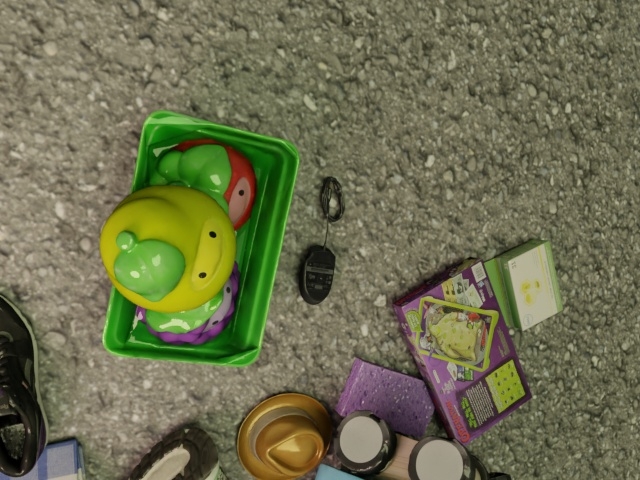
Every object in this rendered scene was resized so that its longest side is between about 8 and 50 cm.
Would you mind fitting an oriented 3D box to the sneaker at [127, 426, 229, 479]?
[{"bbox_3d":[-0.310,0.516,1.049,0.410,0.158,0.182,-37,127,-9],"label":"sneaker"}]

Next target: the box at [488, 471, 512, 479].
[{"bbox_3d":[0.279,0.701,1.234,0.318,0.097,0.395,-8,74,-15],"label":"box"}]

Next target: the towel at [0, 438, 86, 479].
[{"bbox_3d":[-0.452,0.455,0.927,0.209,0.285,0.034,-6,143,-22],"label":"towel"}]

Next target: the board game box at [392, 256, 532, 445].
[{"bbox_3d":[0.300,0.233,1.281,0.208,0.056,0.347,-29,106,-21],"label":"board game box"}]

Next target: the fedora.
[{"bbox_3d":[-0.057,0.384,1.161,0.194,0.079,0.195,-3,99,-22],"label":"fedora"}]

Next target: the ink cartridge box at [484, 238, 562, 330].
[{"bbox_3d":[0.408,0.116,1.339,0.235,0.056,0.171,-22,106,-21],"label":"ink cartridge box"}]

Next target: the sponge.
[{"bbox_3d":[0.144,0.325,1.266,0.210,0.031,0.117,22,88,-24],"label":"sponge"}]

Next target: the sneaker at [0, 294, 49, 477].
[{"bbox_3d":[-0.473,0.211,0.923,0.107,0.124,0.284,-18,97,-20],"label":"sneaker"}]

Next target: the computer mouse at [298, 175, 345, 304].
[{"bbox_3d":[0.000,0.000,1.159,0.071,0.041,0.242,13,85,-33],"label":"computer mouse"}]

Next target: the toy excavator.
[{"bbox_3d":[0.050,0.543,1.104,0.222,0.432,0.446,52,54,-54],"label":"toy excavator"}]

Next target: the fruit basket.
[{"bbox_3d":[-0.181,0.007,0.900,0.282,0.392,0.393,10,93,-24],"label":"fruit basket"}]
